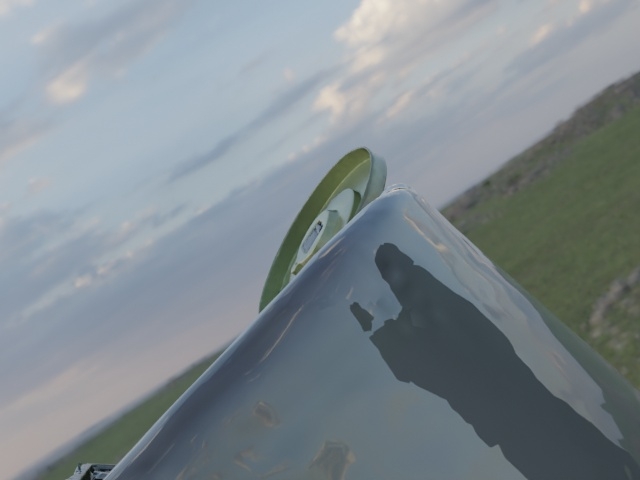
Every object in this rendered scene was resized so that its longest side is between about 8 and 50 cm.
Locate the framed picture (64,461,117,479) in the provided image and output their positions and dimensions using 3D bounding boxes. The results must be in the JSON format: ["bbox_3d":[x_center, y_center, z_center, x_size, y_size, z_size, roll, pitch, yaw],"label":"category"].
[{"bbox_3d":[-0.071,0.183,0.810,0.232,0.024,0.315,3,-8,-8],"label":"framed picture"}]

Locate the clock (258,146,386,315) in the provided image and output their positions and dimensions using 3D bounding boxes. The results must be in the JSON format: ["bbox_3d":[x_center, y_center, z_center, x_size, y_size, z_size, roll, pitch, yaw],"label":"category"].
[{"bbox_3d":[0.000,0.000,1.239,0.235,0.029,0.235,-56,15,24],"label":"clock"}]

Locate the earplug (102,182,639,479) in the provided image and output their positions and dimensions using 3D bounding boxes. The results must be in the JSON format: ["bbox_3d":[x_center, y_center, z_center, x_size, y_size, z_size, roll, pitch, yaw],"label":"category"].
[{"bbox_3d":[0.076,0.218,0.434,0.313,0.394,0.312,-48,-7,-8],"label":"earplug"}]
